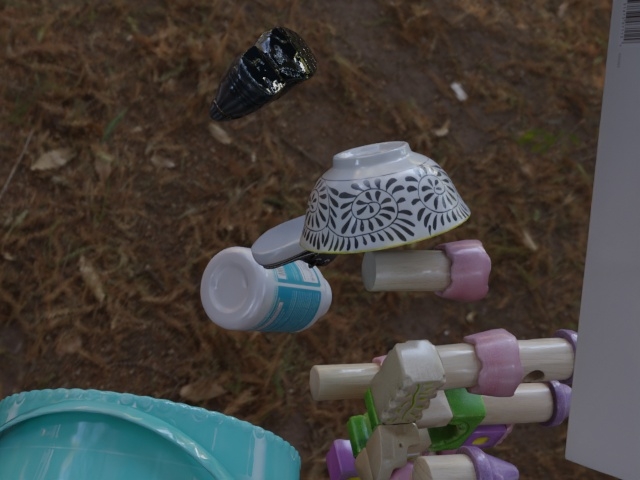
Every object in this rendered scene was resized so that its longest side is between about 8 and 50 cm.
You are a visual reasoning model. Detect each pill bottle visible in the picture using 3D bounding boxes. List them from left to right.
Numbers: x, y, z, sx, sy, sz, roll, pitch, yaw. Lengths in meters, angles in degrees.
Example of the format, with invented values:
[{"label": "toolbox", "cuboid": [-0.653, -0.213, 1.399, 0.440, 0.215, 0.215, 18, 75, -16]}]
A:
[{"label": "pill bottle", "cuboid": [-0.086, 0.096, 1.535, 0.264, 0.146, 0.146, 13, 57, -56]}]

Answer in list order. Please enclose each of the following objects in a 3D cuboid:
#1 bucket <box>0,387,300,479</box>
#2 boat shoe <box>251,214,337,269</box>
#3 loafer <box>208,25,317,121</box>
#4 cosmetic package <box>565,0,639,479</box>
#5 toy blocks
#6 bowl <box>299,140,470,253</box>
[{"label": "bucket", "cuboid": [-0.143, 0.233, 0.608, 0.281, 0.281, 0.183, 18, 59, -19]}, {"label": "boat shoe", "cuboid": [0.000, 0.000, 1.182, 0.228, 0.080, 0.076, -31, 118, -41]}, {"label": "loafer", "cuboid": [-0.055, -0.159, 0.797, 0.062, 0.061, 0.170, 54, 31, -5]}, {"label": "cosmetic package", "cuboid": [0.187, -0.003, 0.426, 0.099, 0.060, 0.238, -2, 99, -45]}, {"label": "toy blocks", "cuboid": [0.164, 0.196, 0.870, 0.260, 0.288, 0.308, 1, 50, -19]}, {"label": "bowl", "cuboid": [0.055, -0.050, 0.812, 0.170, 0.170, 0.080, -20, 105, -32]}]
